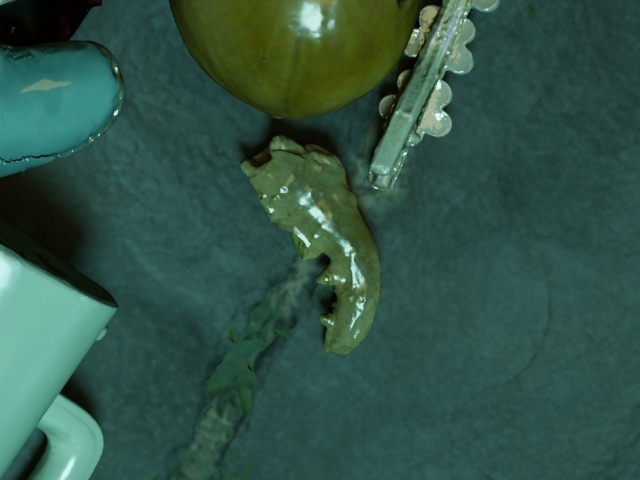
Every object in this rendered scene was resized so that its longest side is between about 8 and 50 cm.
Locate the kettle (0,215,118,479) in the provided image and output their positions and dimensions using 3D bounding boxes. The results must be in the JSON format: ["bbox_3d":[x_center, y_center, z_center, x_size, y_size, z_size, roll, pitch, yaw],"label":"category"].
[{"bbox_3d":[-0.295,0.125,1.355,0.205,0.265,0.318,31,88,18],"label":"kettle"}]

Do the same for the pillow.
[{"bbox_3d":[-0.213,-0.142,1.225,0.214,0.086,0.233,6,113,-16],"label":"pillow"}]

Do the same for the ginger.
[{"bbox_3d":[0.004,0.000,1.458,0.069,0.051,0.173,-26,99,-5],"label":"ginger"}]

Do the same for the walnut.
[{"bbox_3d":[-0.021,-0.231,1.359,0.203,0.203,0.298,-3,80,-12],"label":"walnut"}]

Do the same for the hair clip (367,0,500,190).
[{"bbox_3d":[0.085,-0.135,1.464,0.062,0.056,0.214,23,82,3],"label":"hair clip"}]

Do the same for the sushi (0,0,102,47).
[{"bbox_3d":[-0.229,-0.192,1.337,0.172,0.150,0.153,34,88,-13],"label":"sushi"}]
